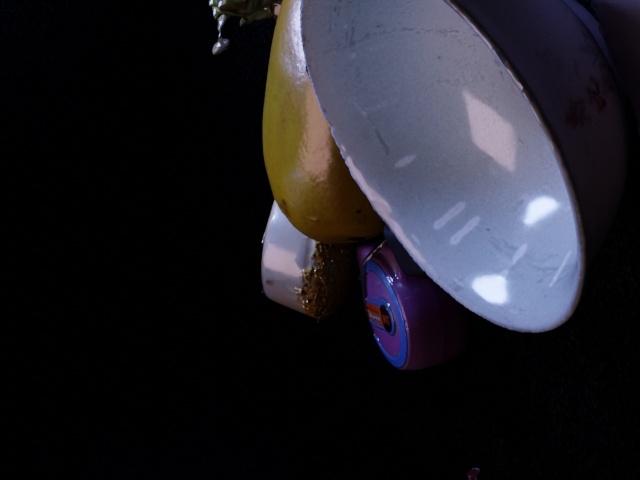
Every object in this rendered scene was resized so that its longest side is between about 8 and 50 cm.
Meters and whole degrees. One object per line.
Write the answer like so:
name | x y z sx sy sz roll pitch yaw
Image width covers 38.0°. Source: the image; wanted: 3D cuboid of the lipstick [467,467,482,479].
lipstick | 0.321 0.524 1.804 0.027 0.027 0.176 20 131 67

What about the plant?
plant | -0.148 -0.536 1.680 0.251 0.180 0.333 -12 97 61

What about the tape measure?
tape measure | 0.160 0.091 1.573 0.231 0.149 0.245 -171 68 -73

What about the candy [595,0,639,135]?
candy | 0.333 -0.170 0.784 0.265 0.116 0.155 67 163 1

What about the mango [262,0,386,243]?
mango | 0.029 -0.204 1.457 0.300 0.232 0.445 -141 43 -57

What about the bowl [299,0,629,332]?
bowl | 0.178 -0.137 0.954 0.435 0.196 0.435 50 162 23

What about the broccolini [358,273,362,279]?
broccolini | 0.055 0.047 1.949 0.067 0.058 0.216 68 163 -13

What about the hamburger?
hamburger | 0.000 0.000 1.736 0.276 0.179 0.294 77 -157 -60

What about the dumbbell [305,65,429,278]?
dumbbell | 0.135 -0.133 1.220 0.322 0.204 0.204 64 163 -10
